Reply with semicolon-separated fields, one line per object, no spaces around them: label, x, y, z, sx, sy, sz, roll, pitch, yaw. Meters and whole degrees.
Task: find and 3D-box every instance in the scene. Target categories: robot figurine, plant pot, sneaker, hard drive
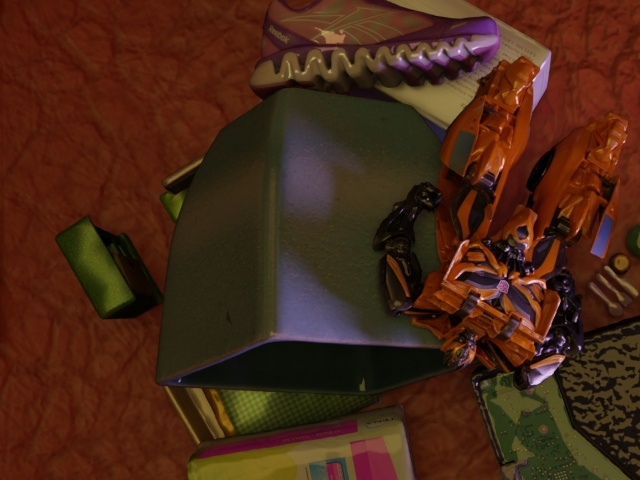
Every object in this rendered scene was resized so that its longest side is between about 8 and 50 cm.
robot figurine;0.167;-0.014;1.478;0.211;0.085;0.291;29;58;-10
plant pot;0.000;0.000;1.570;0.248;0.247;0.252;6;73;-28
sneaker;0.047;-0.194;1.550;0.236;0.095;0.104;-6;77;10
hard drive;0.330;0.176;1.506;0.339;0.064;0.237;-20;89;11

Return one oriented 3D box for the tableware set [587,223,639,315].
tableware set;0.356;0.061;1.706;0.154;0.024;0.104;43;89;6

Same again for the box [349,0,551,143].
box;0.124;-0.166;1.671;0.182;0.181;0.119;31;88;8

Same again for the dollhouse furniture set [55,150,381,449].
dollhouse furniture set;-0.094;0.079;1.686;0.197;0.151;0.301;-32;83;2

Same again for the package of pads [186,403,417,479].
package of pads;-0.004;0.328;1.651;0.229;0.101;0.296;-11;97;4
